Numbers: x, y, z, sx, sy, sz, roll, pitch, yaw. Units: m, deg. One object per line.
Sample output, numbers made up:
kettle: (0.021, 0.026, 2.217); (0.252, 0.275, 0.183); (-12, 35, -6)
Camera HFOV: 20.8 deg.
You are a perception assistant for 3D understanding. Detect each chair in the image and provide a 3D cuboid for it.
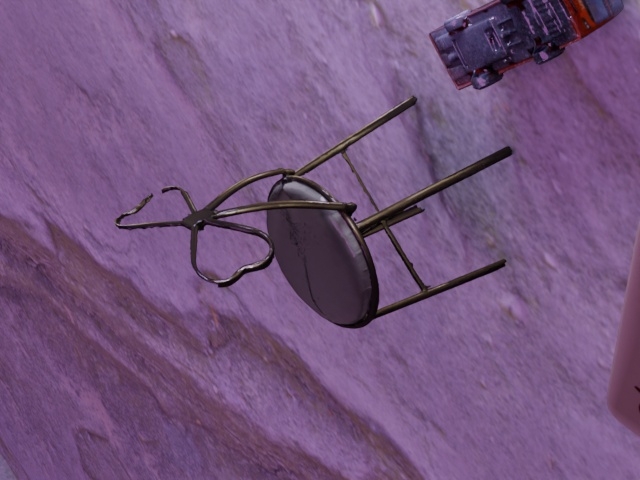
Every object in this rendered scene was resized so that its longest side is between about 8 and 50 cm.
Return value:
chair: (0.000, 0.000, 1.497); (0.160, 0.325, 0.170); (34, 140, 41)

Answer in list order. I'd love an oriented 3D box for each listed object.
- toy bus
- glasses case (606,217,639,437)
toy bus: (0.157, -0.170, 1.358); (0.065, 0.077, 0.192); (60, 154, -6)
glasses case: (0.291, 0.065, 1.247); (0.144, 0.076, 0.336); (36, 157, 23)
